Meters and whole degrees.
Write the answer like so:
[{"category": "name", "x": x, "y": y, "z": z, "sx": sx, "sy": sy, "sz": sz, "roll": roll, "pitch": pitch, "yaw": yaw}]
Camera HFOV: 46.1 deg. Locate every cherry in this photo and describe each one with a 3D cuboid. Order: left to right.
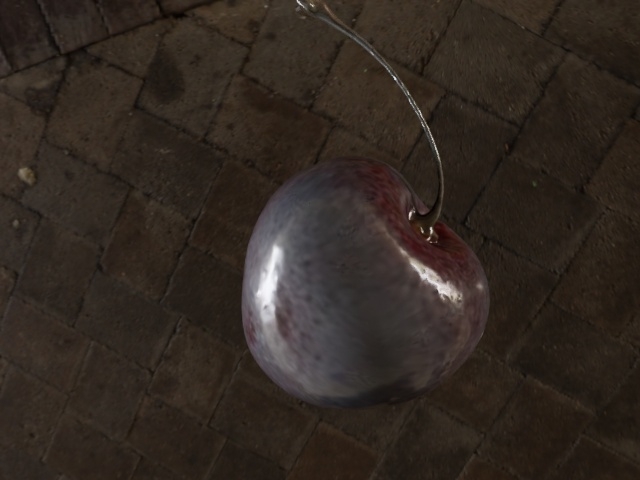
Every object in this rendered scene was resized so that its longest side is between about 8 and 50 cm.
[{"category": "cherry", "x": -0.002, "y": 0.003, "z": 0.395, "sx": 0.188, "sy": 0.115, "sz": 0.148, "roll": 48, "pitch": 152, "yaw": 7}]
